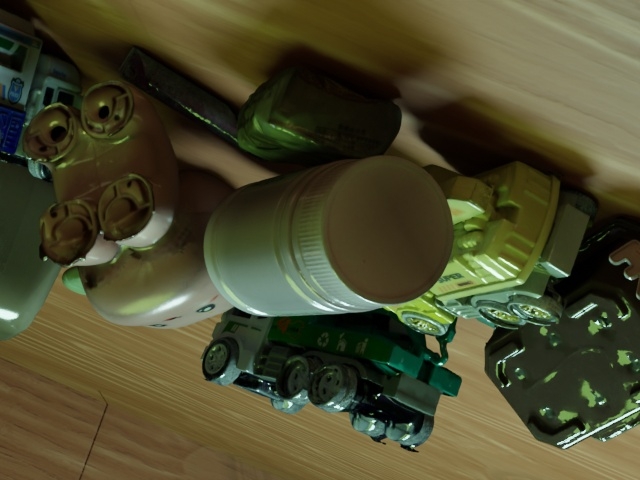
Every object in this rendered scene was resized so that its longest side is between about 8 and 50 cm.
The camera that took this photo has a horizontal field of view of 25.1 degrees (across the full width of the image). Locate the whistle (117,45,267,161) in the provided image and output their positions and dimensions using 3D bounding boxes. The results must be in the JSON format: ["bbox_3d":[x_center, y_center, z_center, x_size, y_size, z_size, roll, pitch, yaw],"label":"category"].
[{"bbox_3d":[-0.117,-0.131,1.407,0.176,0.033,0.033,31,160,-21],"label":"whistle"}]

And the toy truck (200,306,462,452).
[{"bbox_3d":[0.020,0.136,1.747,0.176,0.178,0.363,30,163,-39],"label":"toy truck"}]

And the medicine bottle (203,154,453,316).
[{"bbox_3d":[0.000,0.000,1.257,0.133,0.133,0.250,31,164,-20],"label":"medicine bottle"}]

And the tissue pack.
[{"bbox_3d":[-0.484,-0.022,1.782,0.277,0.267,0.387,28,163,-24],"label":"tissue pack"}]

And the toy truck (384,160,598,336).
[{"bbox_3d":[0.123,0.000,1.328,0.157,0.124,0.272,31,160,-21],"label":"toy truck"}]

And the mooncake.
[{"bbox_3d":[-0.002,-0.103,1.273,0.130,0.073,0.125,19,167,-14],"label":"mooncake"}]

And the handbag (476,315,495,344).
[{"bbox_3d":[0.303,0.121,1.480,0.274,0.100,0.269,11,158,33],"label":"handbag"}]

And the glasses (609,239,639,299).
[{"bbox_3d":[0.339,0.001,1.012,0.255,0.162,0.095,14,156,26],"label":"glasses"}]

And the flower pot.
[{"bbox_3d":[0.251,0.103,1.319,0.179,0.084,0.251,53,138,3],"label":"flower pot"}]

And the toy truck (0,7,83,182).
[{"bbox_3d":[-0.339,-0.155,1.410,0.124,0.155,0.268,17,-179,22],"label":"toy truck"}]

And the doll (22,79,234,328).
[{"bbox_3d":[-0.157,-0.018,1.456,0.284,0.216,0.268,-19,161,20],"label":"doll"}]
